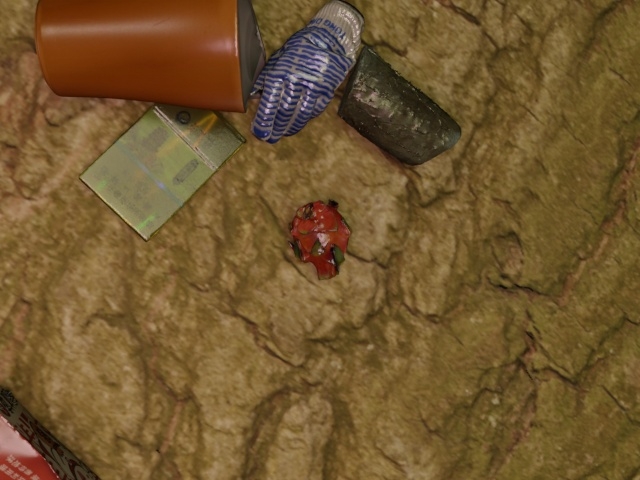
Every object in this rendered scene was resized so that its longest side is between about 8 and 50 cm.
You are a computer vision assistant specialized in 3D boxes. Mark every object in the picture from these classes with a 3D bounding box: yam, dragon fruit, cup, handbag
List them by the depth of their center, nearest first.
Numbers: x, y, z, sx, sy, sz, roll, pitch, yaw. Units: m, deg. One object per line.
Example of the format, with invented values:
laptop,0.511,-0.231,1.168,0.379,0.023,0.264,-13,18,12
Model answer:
handbag,-0.346,0.310,0.916,0.151,0.171,0.298,-44,100,-15
cup,-0.199,-0.260,0.951,0.264,0.226,0.182,-2,47,-2
dragon fruit,0.002,0.001,1.085,0.081,0.086,0.116,-39,112,-54
yam,0.104,-0.178,1.113,0.183,0.107,0.107,34,78,-15

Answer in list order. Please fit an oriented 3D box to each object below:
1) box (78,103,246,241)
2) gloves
box,-0.206,-0.108,1.048,0.121,0.030,0.193,45,77,-12
gloves,-0.024,-0.232,1.086,0.119,0.097,0.229,28,84,16
